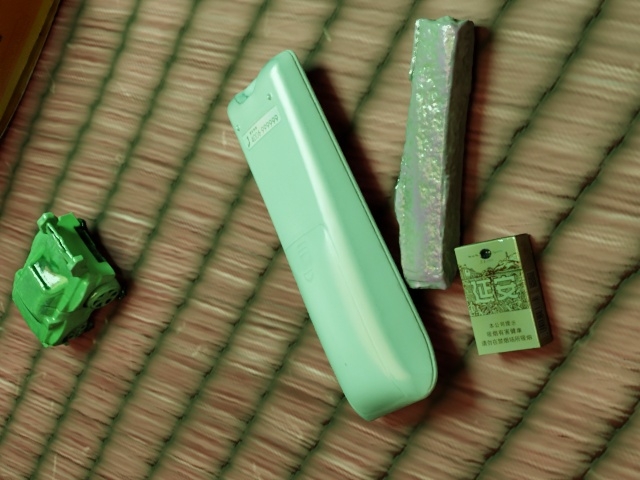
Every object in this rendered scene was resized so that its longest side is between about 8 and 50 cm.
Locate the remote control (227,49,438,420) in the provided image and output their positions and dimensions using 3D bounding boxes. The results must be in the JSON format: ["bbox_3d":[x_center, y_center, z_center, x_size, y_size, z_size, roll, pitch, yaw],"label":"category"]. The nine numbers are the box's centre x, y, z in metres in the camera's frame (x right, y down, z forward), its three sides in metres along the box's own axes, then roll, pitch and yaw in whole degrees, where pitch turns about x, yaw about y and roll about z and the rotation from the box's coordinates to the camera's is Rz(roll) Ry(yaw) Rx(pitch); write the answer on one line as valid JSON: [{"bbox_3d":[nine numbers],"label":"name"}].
[{"bbox_3d":[0.001,-0.001,0.910,0.103,0.051,0.293,-36,73,52],"label":"remote control"}]

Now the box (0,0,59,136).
[{"bbox_3d":[-0.430,-0.246,1.096,0.283,0.214,0.259,44,119,21],"label":"box"}]

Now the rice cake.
[{"bbox_3d":[0.087,-0.063,0.850,0.047,0.036,0.206,20,111,47],"label":"rice cake"}]

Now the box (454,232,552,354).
[{"bbox_3d":[0.134,0.040,0.841,0.053,0.024,0.083,-14,92,38],"label":"box"}]

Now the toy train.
[{"bbox_3d":[-0.252,0.038,1.098,0.099,0.081,0.149,52,124,16],"label":"toy train"}]
